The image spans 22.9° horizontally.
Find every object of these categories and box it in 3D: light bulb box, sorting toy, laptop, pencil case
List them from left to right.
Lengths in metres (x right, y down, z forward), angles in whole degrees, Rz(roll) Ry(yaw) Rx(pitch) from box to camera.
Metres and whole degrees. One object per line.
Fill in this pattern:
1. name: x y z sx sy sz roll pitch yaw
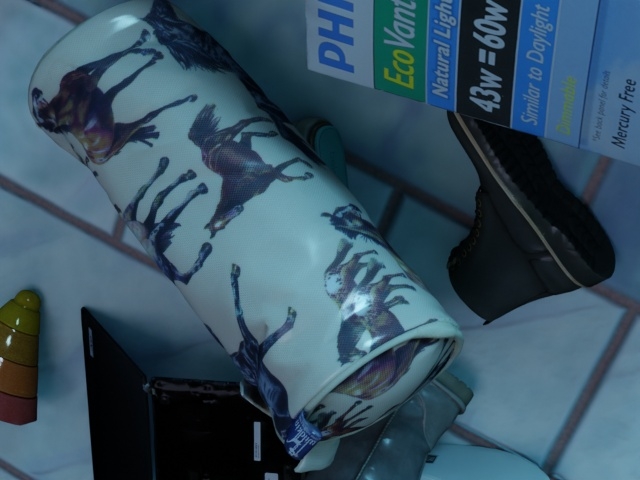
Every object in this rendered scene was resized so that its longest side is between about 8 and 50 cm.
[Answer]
1. sorting toy: -0.422 0.051 1.613 0.365 0.127 0.126 28 94 13
2. laptop: -0.116 0.205 1.550 0.264 0.136 0.234 3 117 6
3. pencil case: -0.075 -0.014 1.283 0.183 0.160 0.410 -46 69 18
4. light bulb box: 0.186 -0.256 1.013 0.361 0.225 0.358 18 144 16

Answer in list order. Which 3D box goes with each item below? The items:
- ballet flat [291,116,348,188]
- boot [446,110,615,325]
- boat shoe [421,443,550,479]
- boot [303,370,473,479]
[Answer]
1. ballet flat: 0.000 0.000 1.374 0.068 0.072 0.213 -10 92 34
2. boot: 0.134 -0.022 1.316 0.137 0.077 0.198 -30 99 38
3. boat shoe: 0.112 0.233 1.453 0.219 0.078 0.070 6 116 32
4. boot: 0.017 0.176 1.386 0.189 0.208 0.076 33 163 9
